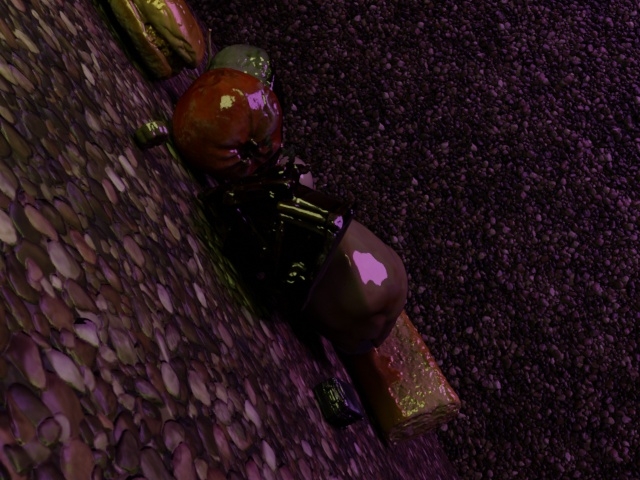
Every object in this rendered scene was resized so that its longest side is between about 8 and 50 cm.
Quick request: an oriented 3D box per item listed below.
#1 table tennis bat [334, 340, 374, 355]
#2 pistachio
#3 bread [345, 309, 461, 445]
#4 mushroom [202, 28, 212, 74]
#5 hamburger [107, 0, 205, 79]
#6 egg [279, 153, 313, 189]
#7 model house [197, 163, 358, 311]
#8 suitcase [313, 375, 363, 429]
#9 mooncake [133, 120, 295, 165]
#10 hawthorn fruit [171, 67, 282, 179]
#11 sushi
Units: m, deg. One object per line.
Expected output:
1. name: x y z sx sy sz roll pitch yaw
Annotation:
1. table tennis bat: 0.080 0.244 1.807 0.246 0.138 0.022 -121 -160 -45
2. pistachio: 0.059 0.100 1.511 0.445 0.282 0.365 -144 -142 -82
3. bread: 0.221 0.393 1.771 0.165 0.237 0.375 74 -10 -47
4. mushroom: -0.295 -0.425 1.561 0.026 0.028 0.286 44 -30 20
5. hamburger: -0.384 -0.514 1.386 0.318 0.158 0.318 57 2 -2
6. egg: -0.118 -0.184 1.999 0.188 0.189 0.253 61 -1 12
7. model house: -0.112 -0.014 1.162 0.283 0.297 0.317 29 18 4
8. suitcase: 0.038 0.334 1.235 0.086 0.059 0.126 62 7 33
9. mooncake: -0.184 -0.180 1.116 0.150 0.347 0.057 -27 -107 56
10. hawthorn fruit: -0.214 -0.270 1.292 0.271 0.242 0.242 52 0 29
11. sushi: -0.208 -0.315 1.521 0.207 0.235 0.348 65 29 -71
